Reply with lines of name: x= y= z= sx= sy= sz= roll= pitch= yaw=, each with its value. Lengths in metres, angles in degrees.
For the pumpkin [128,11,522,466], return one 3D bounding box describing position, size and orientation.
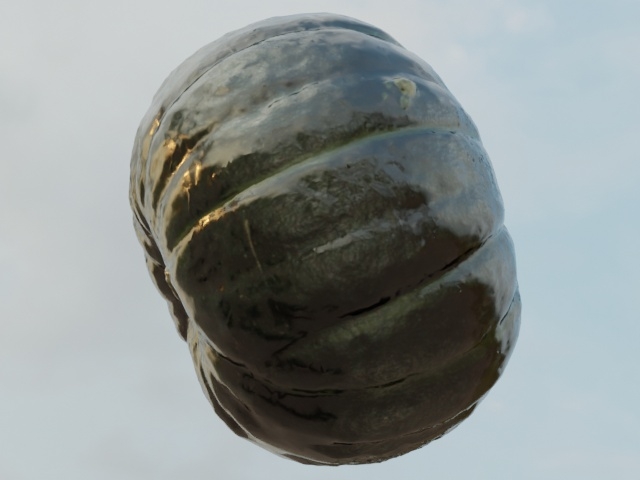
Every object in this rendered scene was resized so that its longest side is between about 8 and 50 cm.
pumpkin: x=0.000 y=0.000 z=0.736 sx=0.162 sy=0.220 sz=0.220 roll=-17 pitch=-25 yaw=-13
